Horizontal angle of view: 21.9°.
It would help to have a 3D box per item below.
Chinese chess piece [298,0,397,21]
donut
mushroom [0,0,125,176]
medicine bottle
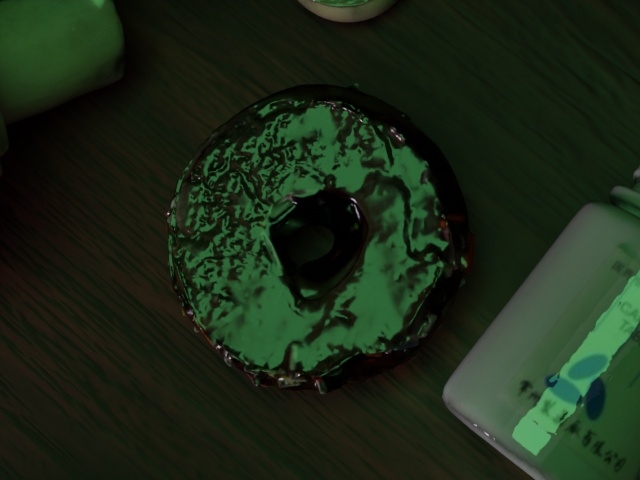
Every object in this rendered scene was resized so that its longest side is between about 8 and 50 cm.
[{"bbox_3d":[0.025,-0.254,1.462,0.122,0.051,0.122,-2,81,9],"label":"Chinese chess piece"},{"bbox_3d":[0.000,0.000,1.396,0.270,0.103,0.269,-2,82,12],"label":"donut"},{"bbox_3d":[-0.323,-0.134,1.413,0.336,0.314,0.314,-23,75,-16],"label":"mushroom"},{"bbox_3d":[0.243,0.062,1.300,0.170,0.170,0.293,37,88,15],"label":"medicine bottle"}]
